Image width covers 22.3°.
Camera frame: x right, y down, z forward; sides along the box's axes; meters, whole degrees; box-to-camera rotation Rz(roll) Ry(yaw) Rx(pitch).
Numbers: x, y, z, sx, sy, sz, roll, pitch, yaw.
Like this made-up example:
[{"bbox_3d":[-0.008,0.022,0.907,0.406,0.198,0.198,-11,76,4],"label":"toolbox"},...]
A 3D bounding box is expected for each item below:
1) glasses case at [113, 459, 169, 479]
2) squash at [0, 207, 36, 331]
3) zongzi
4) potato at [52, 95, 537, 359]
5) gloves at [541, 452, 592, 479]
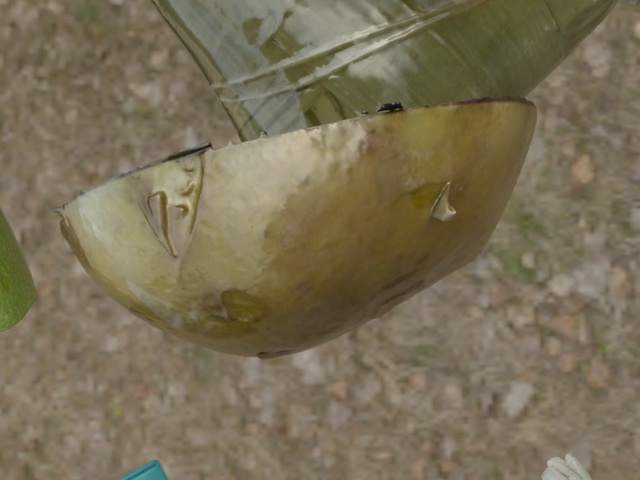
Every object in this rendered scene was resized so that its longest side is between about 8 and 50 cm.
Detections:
[{"bbox_3d":[-0.180,0.250,1.139,0.301,0.070,0.117,-33,85,48],"label":"glasses case"},{"bbox_3d":[-0.464,-0.014,1.885,0.189,0.189,0.260,25,143,49],"label":"squash"},{"bbox_3d":[0.066,-0.253,1.271,0.418,0.447,0.181,52,166,-19],"label":"zongzi"},{"bbox_3d":[0.000,0.000,0.967,0.239,0.299,0.116,127,128,-70],"label":"potato"},{"bbox_3d":[0.168,0.183,1.087,0.037,0.044,0.081,-21,72,21],"label":"gloves"}]
